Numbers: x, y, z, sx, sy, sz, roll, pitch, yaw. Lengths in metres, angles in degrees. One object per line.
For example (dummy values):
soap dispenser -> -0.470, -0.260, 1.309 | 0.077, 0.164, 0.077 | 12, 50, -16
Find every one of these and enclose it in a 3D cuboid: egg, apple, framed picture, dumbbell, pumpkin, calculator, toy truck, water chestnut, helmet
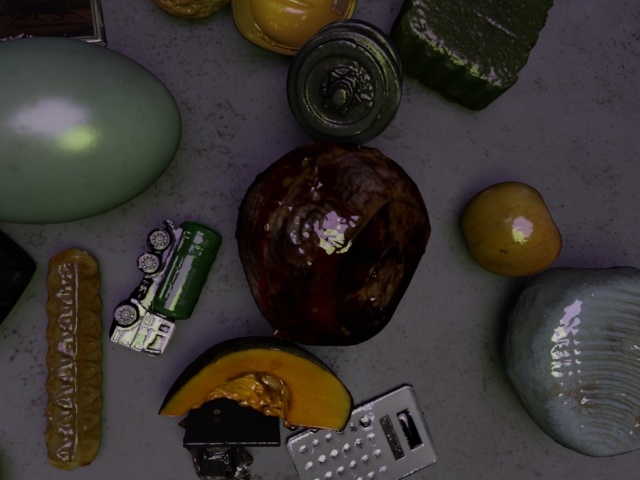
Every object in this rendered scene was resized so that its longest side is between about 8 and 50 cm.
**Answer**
egg -> -0.412, -0.165, 0.795 | 0.388, 0.276, 0.277 | -8, 86, -8
apple -> 0.349, -0.018, 0.954 | 0.155, 0.182, 0.183 | -27, 89, 20
framed picture -> -0.531, -0.437, 0.934 | 0.252, 0.014, 0.197 | -8, 86, -9
dumbbell -> 0.047, -0.273, 0.887 | 0.191, 0.290, 0.192 | 3, 118, 6
pumpkin -> -0.102, 0.200, 0.846 | 0.311, 0.148, 0.170 | 3, 117, -1
calculator -> 0.083, 0.386, 0.950 | 0.261, 0.021, 0.161 | -22, 89, -9
toy truck -> -0.266, 0.075, 0.888 | 0.124, 0.101, 0.243 | 26, 79, -17
water chestnut -> 0.000, 0.000, 0.850 | 0.350, 0.302, 0.351 | -15, 112, -41
helmet -> -0.068, -0.455, 0.933 | 0.256, 0.140, 0.205 | -11, 129, -30

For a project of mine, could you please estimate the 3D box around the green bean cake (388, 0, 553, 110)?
green bean cake -> 0.276, -0.408, 0.978 | 0.249, 0.156, 0.247 | 27, 83, -5

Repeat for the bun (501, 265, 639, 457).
bun -> 0.488, 0.210, 0.935 | 0.353, 0.194, 0.355 | 0, 93, -9

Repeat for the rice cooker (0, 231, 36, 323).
rice cooker -> -0.597, 0.060, 0.767 | 0.267, 0.267, 0.224 | 39, 84, -3

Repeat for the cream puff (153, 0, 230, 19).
cream puff -> -0.233, -0.493, 0.926 | 0.188, 0.129, 0.189 | 0, 87, -5

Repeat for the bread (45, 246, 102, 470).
bread -> -0.414, 0.194, 0.865 | 0.084, 0.077, 0.368 | -2, 85, -7

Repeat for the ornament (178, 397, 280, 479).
ornament -> -0.160, 0.375, 0.892 | 0.166, 0.153, 0.196 | 3, 108, -7
